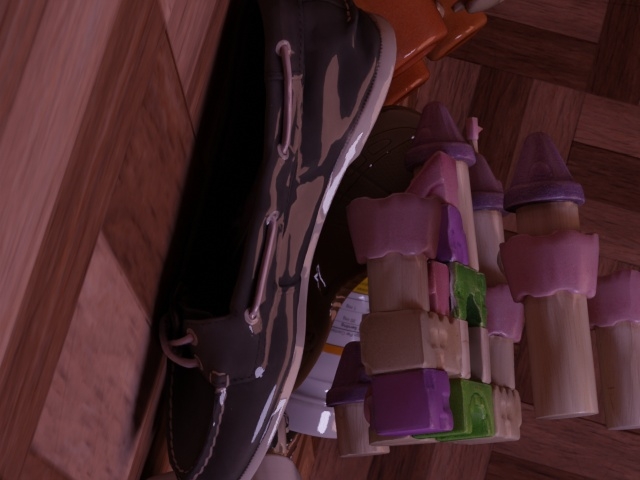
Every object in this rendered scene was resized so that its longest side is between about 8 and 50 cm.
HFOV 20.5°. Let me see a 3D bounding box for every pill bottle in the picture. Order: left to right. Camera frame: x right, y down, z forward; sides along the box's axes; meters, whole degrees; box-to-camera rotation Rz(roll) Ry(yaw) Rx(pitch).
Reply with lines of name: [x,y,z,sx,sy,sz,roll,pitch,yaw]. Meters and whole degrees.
pill bottle: [0.013,0.057,1.692,0.136,0.136,0.245,-40,145,-82]

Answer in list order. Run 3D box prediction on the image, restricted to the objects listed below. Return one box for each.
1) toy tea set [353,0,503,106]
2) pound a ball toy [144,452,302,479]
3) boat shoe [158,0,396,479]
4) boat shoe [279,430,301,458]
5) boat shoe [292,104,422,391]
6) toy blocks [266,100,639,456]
toy tea set: [0.043,-0.188,1.457,0.200,0.124,0.336,-35,178,-24]
pound a ball toy: [-0.038,0.302,1.180,0.208,0.136,0.319,72,6,-64]
boat shoe: [-0.054,-0.001,1.120,0.112,0.096,0.335,26,-81,58]
boat shoe: [-0.054,0.208,1.882,0.060,0.064,0.178,108,5,-74]
boat shoe: [0.000,0.000,1.487,0.285,0.105,0.089,-55,-164,18]
toy blocks: [0.074,0.018,1.306,0.288,0.309,0.260,19,64,-68]
